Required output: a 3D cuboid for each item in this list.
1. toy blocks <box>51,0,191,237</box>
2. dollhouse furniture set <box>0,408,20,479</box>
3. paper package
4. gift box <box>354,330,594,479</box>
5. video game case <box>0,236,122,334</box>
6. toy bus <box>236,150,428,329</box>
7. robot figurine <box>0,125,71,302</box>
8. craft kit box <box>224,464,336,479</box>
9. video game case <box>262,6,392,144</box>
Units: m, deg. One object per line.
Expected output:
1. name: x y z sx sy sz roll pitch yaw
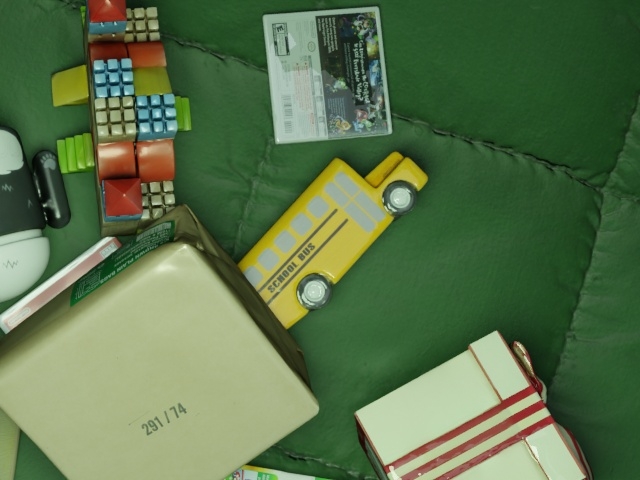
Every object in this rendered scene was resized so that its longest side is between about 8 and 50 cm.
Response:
1. toy blocks: -0.254 -0.166 1.785 0.190 0.261 0.382 -5 83 -12
2. dollhouse furniture set: -0.631 0.247 1.777 0.394 0.256 0.362 6 86 13
3. paper package: -0.215 0.173 1.734 0.324 0.168 0.309 -35 111 6
4. gift box: 0.206 0.282 1.843 0.258 0.276 0.255 -28 77 -5
5. video game case: -0.289 0.162 1.891 0.204 0.025 0.285 -37 92 -8
6. toy bus: 0.000 0.000 1.899 0.130 0.108 0.333 43 83 -2
7. robot figurine: -0.468 -0.050 1.809 0.209 0.173 0.278 -17 89 15
8. craft kit box: -0.092 0.434 1.839 0.246 0.061 0.250 10 61 -4
9. video game case: 0.010 -0.240 1.958 0.173 0.022 0.191 -5 86 -8
